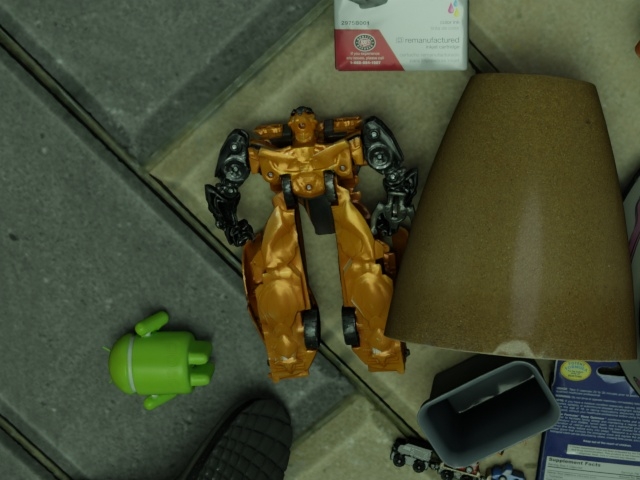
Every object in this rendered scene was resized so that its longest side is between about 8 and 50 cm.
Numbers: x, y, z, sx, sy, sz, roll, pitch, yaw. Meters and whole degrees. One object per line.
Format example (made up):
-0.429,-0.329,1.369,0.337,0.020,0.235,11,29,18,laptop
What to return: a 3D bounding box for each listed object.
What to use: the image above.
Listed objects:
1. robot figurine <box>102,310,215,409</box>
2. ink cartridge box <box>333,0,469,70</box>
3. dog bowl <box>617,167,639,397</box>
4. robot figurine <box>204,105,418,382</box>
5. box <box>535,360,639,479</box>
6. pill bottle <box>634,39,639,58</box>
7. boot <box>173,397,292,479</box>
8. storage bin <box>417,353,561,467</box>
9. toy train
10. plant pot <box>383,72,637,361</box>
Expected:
-0.171,0.130,1.614,0.115,0.067,0.101,-2,112,7,robot figurine
0.075,-0.251,1.424,0.127,0.072,0.175,0,113,6,ink cartridge box
0.479,0.059,1.455,0.408,0.150,0.408,0,109,1,dog bowl
0.000,0.000,1.533,0.211,0.085,0.291,-4,113,7,robot figurine
0.302,0.219,1.620,0.136,0.036,0.225,6,113,3,box
0.390,-0.240,1.367,0.130,0.130,0.246,34,112,-9,pill bottle
-0.192,0.292,1.641,0.222,0.338,0.118,13,151,46,boot
0.177,0.164,1.580,0.135,0.091,0.098,-28,107,17,storage bin
0.153,0.244,1.653,0.158,0.027,0.036,17,103,-1,toy train
0.189,-0.024,1.439,0.237,0.237,0.254,5,90,4,plant pot
